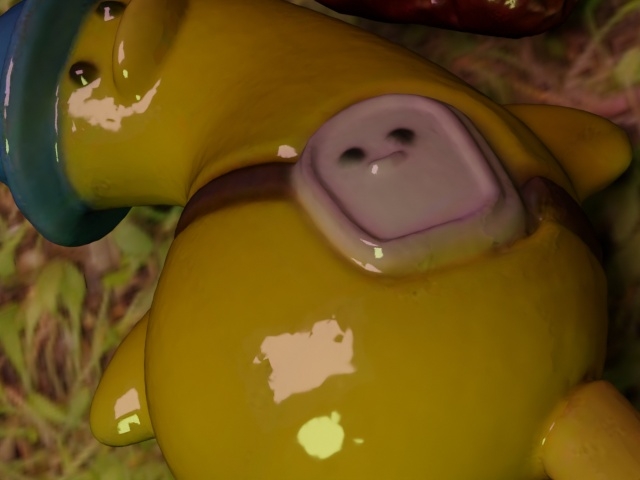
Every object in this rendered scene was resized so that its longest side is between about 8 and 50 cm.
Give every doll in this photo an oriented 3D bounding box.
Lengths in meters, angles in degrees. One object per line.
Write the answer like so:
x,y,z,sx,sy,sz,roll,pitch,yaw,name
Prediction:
0.000,0.000,0.591,0.199,0.145,0.363,-33,52,-9,doll

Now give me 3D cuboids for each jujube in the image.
0.035,-0.109,0.608,0.129,0.077,0.077,26,97,35,jujube
